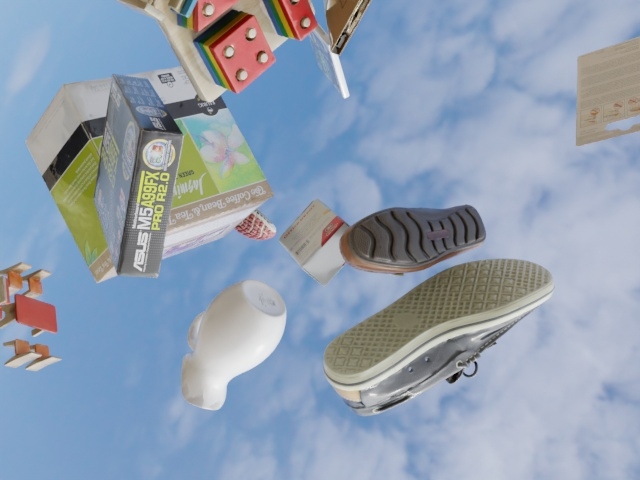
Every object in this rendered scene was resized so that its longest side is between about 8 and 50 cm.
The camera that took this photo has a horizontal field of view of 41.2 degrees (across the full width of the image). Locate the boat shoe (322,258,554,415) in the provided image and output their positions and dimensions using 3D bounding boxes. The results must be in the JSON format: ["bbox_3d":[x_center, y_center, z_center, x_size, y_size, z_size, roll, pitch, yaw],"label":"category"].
[{"bbox_3d":[0.239,0.184,1.675,0.500,0.156,0.187,-27,-144,-15],"label":"boat shoe"}]

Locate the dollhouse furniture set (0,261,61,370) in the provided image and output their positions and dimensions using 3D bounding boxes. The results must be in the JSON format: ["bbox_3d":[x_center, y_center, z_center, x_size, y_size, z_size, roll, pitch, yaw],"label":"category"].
[{"bbox_3d":[-0.768,0.178,2.186,0.135,0.259,0.261,-22,-114,19],"label":"dollhouse furniture set"}]

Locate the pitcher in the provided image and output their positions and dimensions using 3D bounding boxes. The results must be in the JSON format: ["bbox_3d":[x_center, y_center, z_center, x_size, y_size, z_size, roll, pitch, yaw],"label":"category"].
[{"bbox_3d":[-0.152,0.145,1.390,0.207,0.126,0.177,-52,-140,26],"label":"pitcher"}]

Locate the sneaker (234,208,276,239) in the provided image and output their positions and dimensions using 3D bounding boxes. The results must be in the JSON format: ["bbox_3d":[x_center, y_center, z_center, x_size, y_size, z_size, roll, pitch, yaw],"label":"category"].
[{"bbox_3d":[-0.183,-0.093,1.977,0.088,0.225,0.092,-34,-166,49],"label":"sneaker"}]

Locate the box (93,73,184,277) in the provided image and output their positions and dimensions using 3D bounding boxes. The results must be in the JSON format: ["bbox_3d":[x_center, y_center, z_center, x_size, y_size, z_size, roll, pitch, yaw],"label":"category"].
[{"bbox_3d":[-0.273,-0.101,1.242,0.270,0.060,0.216,-128,-133,-56],"label":"box"}]

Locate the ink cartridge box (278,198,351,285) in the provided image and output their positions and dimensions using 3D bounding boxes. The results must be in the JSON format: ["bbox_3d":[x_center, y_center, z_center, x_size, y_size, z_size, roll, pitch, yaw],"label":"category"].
[{"bbox_3d":[0.000,0.000,1.767,0.127,0.072,0.175,-48,-154,2],"label":"ink cartridge box"}]

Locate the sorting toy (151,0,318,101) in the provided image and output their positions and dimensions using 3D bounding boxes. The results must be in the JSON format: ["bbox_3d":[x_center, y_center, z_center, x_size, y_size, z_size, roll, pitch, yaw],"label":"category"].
[{"bbox_3d":[-0.125,-0.384,1.329,0.257,0.255,0.089,-44,-137,-19],"label":"sorting toy"}]

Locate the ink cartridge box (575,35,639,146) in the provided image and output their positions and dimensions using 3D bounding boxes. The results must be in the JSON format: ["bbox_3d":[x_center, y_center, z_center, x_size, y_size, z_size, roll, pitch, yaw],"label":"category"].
[{"bbox_3d":[0.550,-0.262,1.519,0.181,0.056,0.224,-13,-127,34],"label":"ink cartridge box"}]

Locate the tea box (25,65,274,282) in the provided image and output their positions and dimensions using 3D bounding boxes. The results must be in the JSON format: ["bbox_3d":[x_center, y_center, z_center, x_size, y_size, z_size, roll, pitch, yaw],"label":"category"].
[{"bbox_3d":[-0.328,-0.139,1.653,0.220,0.329,0.323,-34,-98,46],"label":"tea box"}]

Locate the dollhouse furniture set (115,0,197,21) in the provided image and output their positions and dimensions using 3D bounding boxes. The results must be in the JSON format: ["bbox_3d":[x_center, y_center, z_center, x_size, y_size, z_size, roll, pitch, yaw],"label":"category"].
[{"bbox_3d":[-0.190,-0.370,1.102,0.129,0.129,0.183,27,-88,30],"label":"dollhouse furniture set"}]

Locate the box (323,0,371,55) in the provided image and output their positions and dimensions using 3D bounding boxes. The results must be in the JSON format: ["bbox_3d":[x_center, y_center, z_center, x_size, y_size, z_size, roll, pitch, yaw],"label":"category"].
[{"bbox_3d":[0.046,-0.425,1.378,0.164,0.021,0.201,124,-33,-46],"label":"box"}]

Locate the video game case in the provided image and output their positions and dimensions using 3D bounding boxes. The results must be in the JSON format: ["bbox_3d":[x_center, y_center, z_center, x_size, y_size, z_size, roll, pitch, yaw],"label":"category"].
[{"bbox_3d":[0.013,-0.497,2.279,0.022,0.190,0.173,-28,-130,-5],"label":"video game case"}]

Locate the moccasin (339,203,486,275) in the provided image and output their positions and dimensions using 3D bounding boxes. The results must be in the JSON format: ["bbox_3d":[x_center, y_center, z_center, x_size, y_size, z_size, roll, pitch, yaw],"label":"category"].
[{"bbox_3d":[0.171,-0.002,1.701,0.147,0.380,0.139,-27,-97,42],"label":"moccasin"}]
